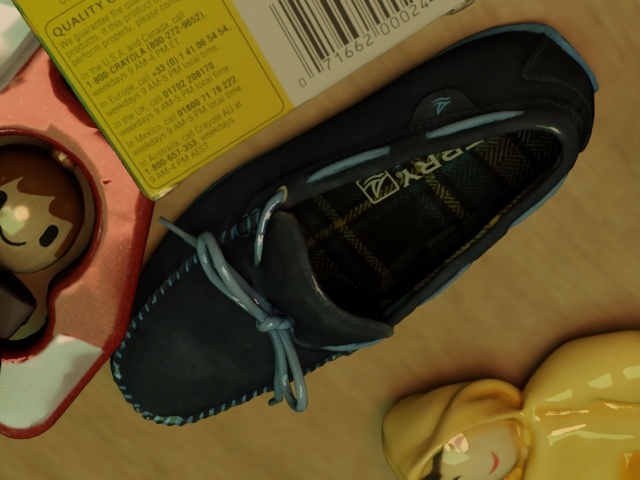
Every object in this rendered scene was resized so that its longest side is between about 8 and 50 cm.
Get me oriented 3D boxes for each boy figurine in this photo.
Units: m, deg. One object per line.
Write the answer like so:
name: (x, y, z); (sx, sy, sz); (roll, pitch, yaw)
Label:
boy figurine: (0.181, 0.125, 0.950); (0.285, 0.092, 0.177); (9, 121, -3)

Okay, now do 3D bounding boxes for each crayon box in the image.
crayon box: (-0.083, -0.202, 0.743); (0.202, 0.081, 0.318); (-32, 122, -2)

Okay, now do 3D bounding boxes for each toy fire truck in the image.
toy fire truck: (-0.221, -0.043, 0.867); (0.302, 0.169, 0.254); (38, 94, -13)

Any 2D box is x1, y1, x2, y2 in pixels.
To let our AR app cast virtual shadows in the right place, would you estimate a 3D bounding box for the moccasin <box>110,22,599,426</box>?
moccasin: (0.000, 0.000, 0.882); (0.137, 0.117, 0.342); (41, 114, -16)
